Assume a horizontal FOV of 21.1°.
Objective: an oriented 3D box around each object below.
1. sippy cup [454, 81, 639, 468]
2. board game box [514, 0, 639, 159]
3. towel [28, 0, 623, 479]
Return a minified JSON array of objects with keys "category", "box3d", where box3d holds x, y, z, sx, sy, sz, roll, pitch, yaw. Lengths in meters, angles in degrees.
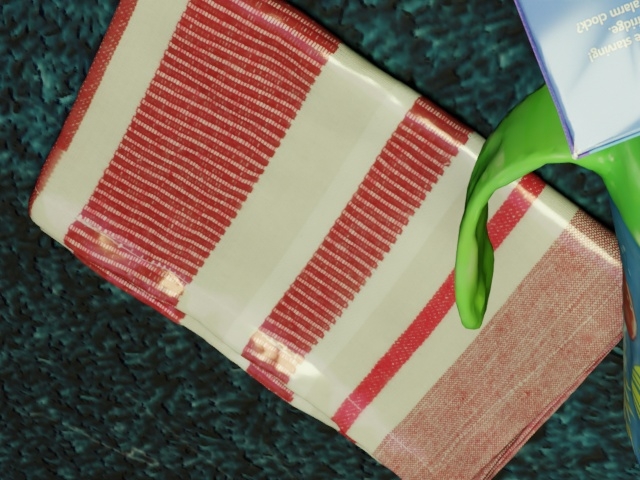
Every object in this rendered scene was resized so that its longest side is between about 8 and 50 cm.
[{"category":"sippy cup","box3d":[0.230,0.028,0.755,0.305,0.240,0.224,38,147,29]},{"category":"board game box","box3d":[0.203,-0.198,0.556,0.347,0.078,0.233,-20,97,10]},{"category":"towel","box3d":[0.000,0.000,0.970,0.329,0.037,0.237,35,131,1]}]
